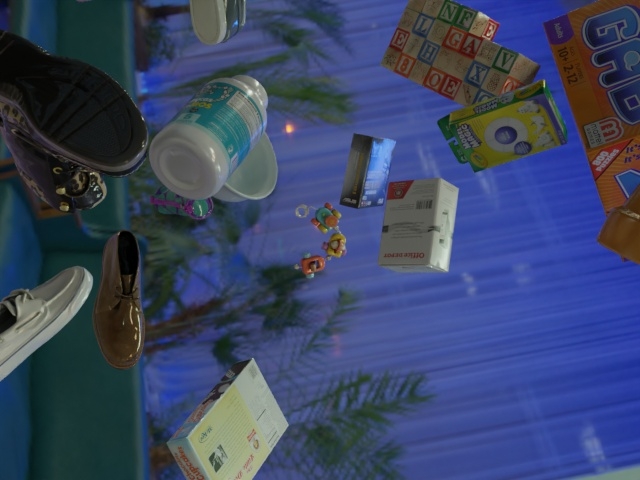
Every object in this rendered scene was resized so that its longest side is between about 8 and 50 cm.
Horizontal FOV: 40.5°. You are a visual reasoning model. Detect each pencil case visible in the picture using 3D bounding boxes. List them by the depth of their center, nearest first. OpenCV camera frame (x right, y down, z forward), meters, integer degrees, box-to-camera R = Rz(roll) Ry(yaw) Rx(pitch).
[{"bbox_3d":[-0.298,-0.083,1.865,0.151,0.070,0.065,9,-74,49],"label":"pencil case"}]

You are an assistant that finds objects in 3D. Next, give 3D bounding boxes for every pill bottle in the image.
[{"bbox_3d":[-0.192,-0.203,1.599,0.264,0.146,0.146,-59,150,-45],"label":"pill bottle"}]

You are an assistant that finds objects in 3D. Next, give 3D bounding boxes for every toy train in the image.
[{"bbox_3d":[0.000,0.000,1.932,0.046,0.125,0.166,-151,-127,-68],"label":"toy train"}]

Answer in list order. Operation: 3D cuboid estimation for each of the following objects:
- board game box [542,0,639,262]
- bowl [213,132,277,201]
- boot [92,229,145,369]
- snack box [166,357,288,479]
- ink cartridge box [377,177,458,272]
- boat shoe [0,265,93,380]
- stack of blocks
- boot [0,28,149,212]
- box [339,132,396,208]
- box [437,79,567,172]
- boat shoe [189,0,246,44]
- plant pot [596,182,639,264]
[{"bbox_3d":[0.666,-0.241,1.630,0.356,0.356,0.356,51,27,-46],"label":"board game box"},{"bbox_3d":[-0.256,-0.211,2.175,0.298,0.134,0.298,35,40,-36],"label":"bowl"},{"bbox_3d":[-0.434,0.125,1.888,0.115,0.112,0.306,145,-57,-66],"label":"boot"},{"bbox_3d":[-0.188,0.411,1.849,0.187,0.060,0.322,64,28,-12],"label":"snack box"},{"bbox_3d":[0.148,-0.020,1.317,0.056,0.099,0.135,22,73,-46],"label":"ink cartridge box"},{"bbox_3d":[-0.502,0.127,1.459,0.096,0.267,0.088,21,-32,47],"label":"boat shoe"},{"bbox_3d":[0.273,-0.359,1.683,0.297,0.087,0.171,37,-72,39],"label":"stack of blocks"},{"bbox_3d":[-0.397,-0.152,1.373,0.138,0.377,0.284,-53,158,-25],"label":"boot"},{"bbox_3d":[0.125,-0.178,2.235,0.231,0.056,0.183,-11,114,-71],"label":"box"},{"bbox_3d":[0.280,-0.172,1.348,0.105,0.179,0.043,53,35,-33],"label":"box"},{"bbox_3d":[-0.194,-0.547,1.691,0.116,0.099,0.320,20,-60,34],"label":"boat shoe"},{"bbox_3d":[0.529,-0.043,1.237,0.205,0.205,0.188,-109,-139,-75],"label":"plant pot"}]
